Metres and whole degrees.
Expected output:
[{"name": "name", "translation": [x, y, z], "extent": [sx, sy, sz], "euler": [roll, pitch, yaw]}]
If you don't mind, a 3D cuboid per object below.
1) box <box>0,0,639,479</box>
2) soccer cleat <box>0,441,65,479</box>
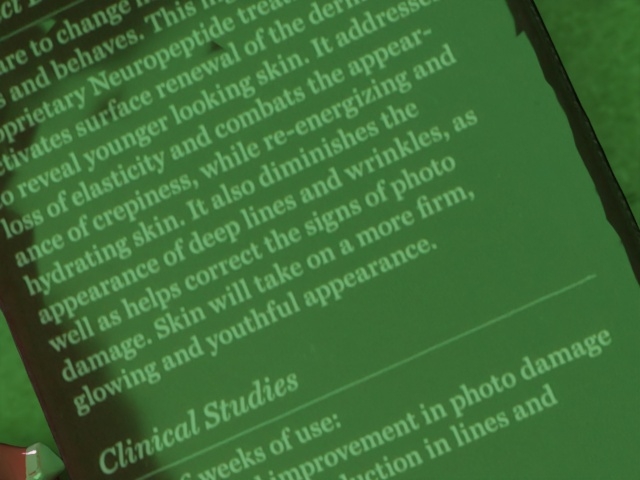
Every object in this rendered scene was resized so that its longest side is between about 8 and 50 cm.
[{"name": "box", "translation": [0.000, 0.000, 0.588], "extent": [0.191, 0.143, 0.381], "euler": [-24, 83, 7]}, {"name": "soccer cleat", "translation": [-0.084, 0.187, 0.623], "extent": [0.095, 0.083, 0.248], "euler": [-33, 84, 35]}]
